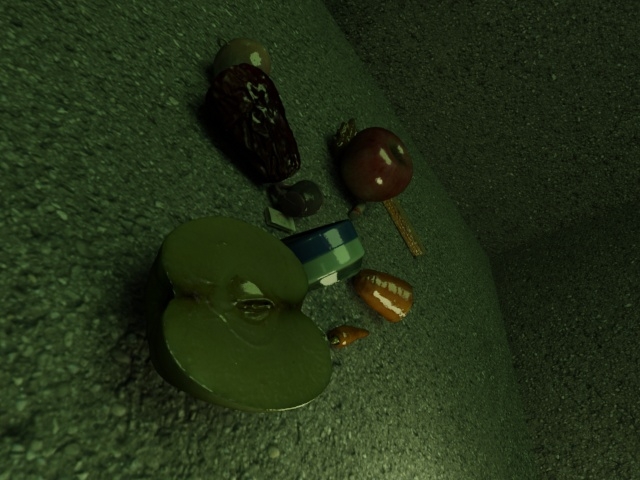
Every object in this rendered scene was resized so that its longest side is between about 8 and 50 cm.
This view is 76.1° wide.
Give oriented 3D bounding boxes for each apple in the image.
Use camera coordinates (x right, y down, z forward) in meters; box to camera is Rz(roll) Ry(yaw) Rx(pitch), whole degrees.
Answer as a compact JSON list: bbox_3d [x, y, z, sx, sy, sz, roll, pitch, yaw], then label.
[{"bbox_3d":[-0.149,0.127,0.753,0.360,0.320,0.311,17,91,-46],"label":"apple"},{"bbox_3d":[0.226,-0.312,1.735,0.345,0.270,0.344,27,51,-37],"label":"apple"}]

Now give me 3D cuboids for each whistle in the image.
[{"bbox_3d":[-0.209,-0.506,1.311,0.348,0.189,0.189,48,30,-45],"label":"whistle"}]

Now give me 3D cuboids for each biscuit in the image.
[{"bbox_3d":[0.423,-0.084,2.084,0.378,0.054,0.094,59,28,-6],"label":"biscuit"},{"bbox_3d":[0.126,-0.435,1.812,0.182,0.034,0.215,12,89,-55],"label":"biscuit"}]

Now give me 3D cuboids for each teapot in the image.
[{"bbox_3d":[-0.070,-0.135,1.259,0.148,0.116,0.146,58,25,-3],"label":"teapot"}]

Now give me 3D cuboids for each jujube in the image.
[{"bbox_3d":[-0.182,-0.327,1.181,0.342,0.216,0.216,58,28,-20],"label":"jujube"}]

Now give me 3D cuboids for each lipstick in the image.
[{"bbox_3d":[0.153,-0.124,1.698,0.038,0.038,0.130,57,29,-9],"label":"lipstick"}]

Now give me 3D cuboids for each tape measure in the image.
[{"bbox_3d":[-0.019,0.043,1.073,0.259,0.262,0.138,-28,100,-61],"label":"tape measure"}]

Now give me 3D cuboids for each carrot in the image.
[{"bbox_3d":[0.202,0.177,1.428,0.225,0.159,0.159,29,42,-30],"label":"carrot"},{"bbox_3d":[0.100,0.285,1.249,0.257,0.061,0.061,9,58,-59],"label":"carrot"}]

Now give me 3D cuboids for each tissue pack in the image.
[{"bbox_3d":[-0.120,-0.060,1.216,0.108,0.023,0.056,22,45,-50],"label":"tissue pack"}]

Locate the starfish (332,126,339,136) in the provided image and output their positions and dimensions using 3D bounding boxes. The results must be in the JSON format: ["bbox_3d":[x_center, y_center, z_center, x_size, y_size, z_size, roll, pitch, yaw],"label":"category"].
[{"bbox_3d":[0.099,-0.485,1.871,0.086,0.092,0.016,60,35,-46],"label":"starfish"}]

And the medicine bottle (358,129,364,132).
[{"bbox_3d":[0.261,-0.372,2.008,0.110,0.110,0.351,8,59,-56],"label":"medicine bottle"}]
